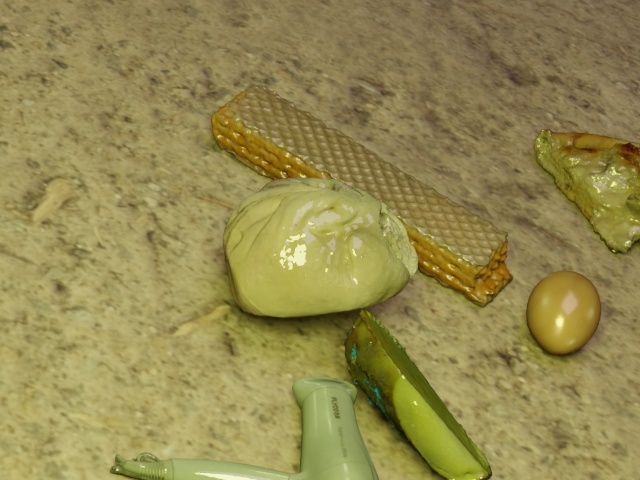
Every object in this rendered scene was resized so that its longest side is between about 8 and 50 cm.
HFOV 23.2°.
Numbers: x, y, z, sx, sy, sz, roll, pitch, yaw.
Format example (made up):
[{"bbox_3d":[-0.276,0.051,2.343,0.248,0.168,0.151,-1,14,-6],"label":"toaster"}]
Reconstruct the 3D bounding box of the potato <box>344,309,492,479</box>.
[{"bbox_3d":[0.083,0.157,1.476,0.198,0.054,0.119,51,6,5],"label":"potato"}]

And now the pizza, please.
[{"bbox_3d":[0.426,-0.059,1.920,0.324,0.089,0.223,13,34,-10],"label":"pizza"}]

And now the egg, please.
[{"bbox_3d":[0.258,0.079,1.661,0.080,0.080,0.096,29,43,10],"label":"egg"}]

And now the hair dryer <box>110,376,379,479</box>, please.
[{"bbox_3d":[-0.068,0.190,1.389,0.237,0.075,0.206,3,32,-11],"label":"hair dryer"}]

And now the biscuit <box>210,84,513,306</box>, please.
[{"bbox_3d":[0.047,-0.055,1.748,0.379,0.054,0.094,33,38,15],"label":"biscuit"}]

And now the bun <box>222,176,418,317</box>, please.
[{"bbox_3d":[0.000,0.000,1.547,0.193,0.127,0.178,-4,13,0],"label":"bun"}]
